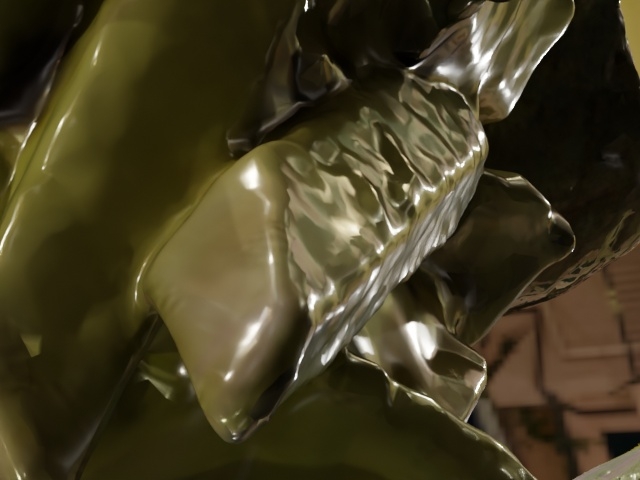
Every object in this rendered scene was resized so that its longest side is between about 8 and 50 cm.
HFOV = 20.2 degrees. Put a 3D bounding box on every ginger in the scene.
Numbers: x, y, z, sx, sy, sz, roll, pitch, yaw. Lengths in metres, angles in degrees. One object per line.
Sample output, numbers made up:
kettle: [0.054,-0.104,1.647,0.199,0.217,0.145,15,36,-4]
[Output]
ginger: [0.000,0.000,0.542,0.358,0.211,0.413,-21,-59,-33]

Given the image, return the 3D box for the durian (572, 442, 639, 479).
durian: [0.220,0.223,1.308,0.208,0.146,0.102,-23,-75,-8]

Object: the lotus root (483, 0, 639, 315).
lotus root: [-0.035,-0.033,0.850,0.346,0.250,0.250,-26,-76,-16]
